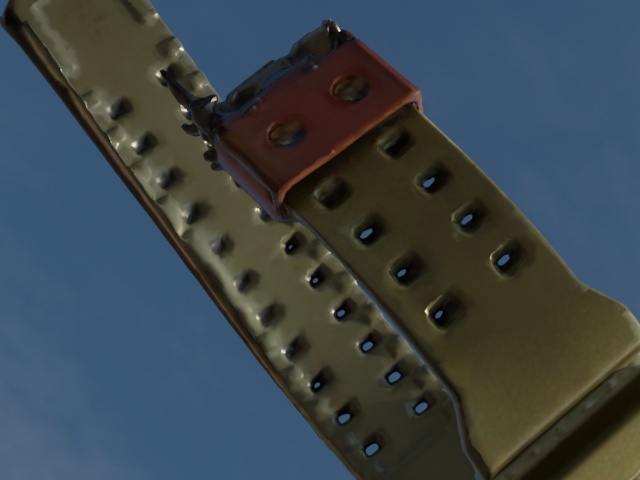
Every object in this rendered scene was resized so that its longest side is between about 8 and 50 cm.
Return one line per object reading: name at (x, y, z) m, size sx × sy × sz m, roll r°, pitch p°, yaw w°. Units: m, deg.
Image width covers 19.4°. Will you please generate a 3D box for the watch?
watch at (0.006, 0.004, 0.544) m, size 0.268 × 0.102 × 0.165 m, roll 51°, pitch -17°, yaw 2°
